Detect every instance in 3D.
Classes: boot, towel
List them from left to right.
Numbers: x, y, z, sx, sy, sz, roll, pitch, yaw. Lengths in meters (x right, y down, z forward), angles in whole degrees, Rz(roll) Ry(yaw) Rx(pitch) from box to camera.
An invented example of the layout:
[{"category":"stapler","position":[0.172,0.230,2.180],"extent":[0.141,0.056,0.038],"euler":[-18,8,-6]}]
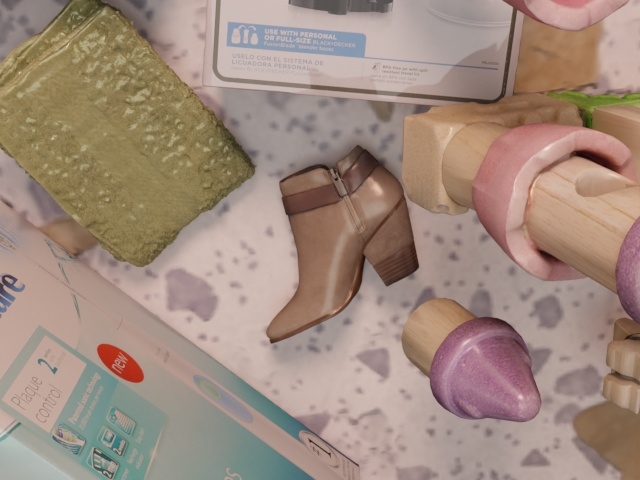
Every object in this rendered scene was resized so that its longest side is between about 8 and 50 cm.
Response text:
[{"category":"towel","position":[-0.118,-0.060,0.616],"extent":[0.110,0.027,0.148],"euler":[-39,118,10]},{"category":"boot","position":[0.000,0.000,0.645],"extent":[0.118,0.042,0.087],"euler":[-29,99,8]}]

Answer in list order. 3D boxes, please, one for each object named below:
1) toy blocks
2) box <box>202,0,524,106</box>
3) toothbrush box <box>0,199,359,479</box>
[{"category":"toy blocks","position":[0.206,-0.010,0.471],"extent":[0.288,0.260,0.309],"euler":[-10,113,-22]},{"category":"box","position":[0.030,-0.221,0.545],"extent":[0.169,0.087,0.290],"euler":[6,108,-1]},{"category":"toothbrush box","position":[-0.124,0.135,0.595],"extent":[0.295,0.216,0.126],"euler":[37,104,-9]}]
